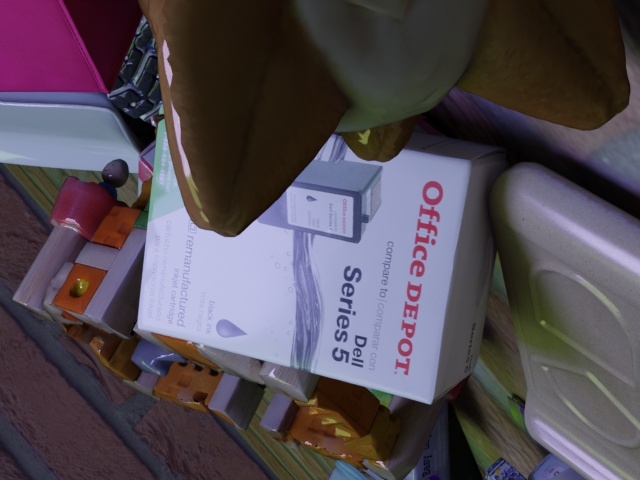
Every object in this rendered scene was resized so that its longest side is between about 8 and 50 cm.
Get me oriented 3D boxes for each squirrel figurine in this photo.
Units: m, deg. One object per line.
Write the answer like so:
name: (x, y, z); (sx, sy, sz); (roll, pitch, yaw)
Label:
squirrel figurine: (-0.042, -0.226, 0.792); (0.370, 0.281, 0.397); (36, 148, 66)

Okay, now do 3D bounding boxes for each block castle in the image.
block castle: (-0.085, 0.069, 1.300); (0.453, 0.213, 0.303); (12, 156, 38)

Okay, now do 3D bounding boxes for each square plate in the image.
square plate: (-0.391, -0.150, 1.491); (0.344, 0.049, 0.347); (6, 171, 2)

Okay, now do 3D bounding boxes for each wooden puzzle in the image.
wooden puzzle: (0.286, 0.117, 0.943); (0.322, 0.080, 0.348); (35, 154, 36)

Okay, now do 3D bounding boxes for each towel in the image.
towel: (0.248, 0.212, 1.348); (0.083, 0.009, 0.060); (36, 160, 38)

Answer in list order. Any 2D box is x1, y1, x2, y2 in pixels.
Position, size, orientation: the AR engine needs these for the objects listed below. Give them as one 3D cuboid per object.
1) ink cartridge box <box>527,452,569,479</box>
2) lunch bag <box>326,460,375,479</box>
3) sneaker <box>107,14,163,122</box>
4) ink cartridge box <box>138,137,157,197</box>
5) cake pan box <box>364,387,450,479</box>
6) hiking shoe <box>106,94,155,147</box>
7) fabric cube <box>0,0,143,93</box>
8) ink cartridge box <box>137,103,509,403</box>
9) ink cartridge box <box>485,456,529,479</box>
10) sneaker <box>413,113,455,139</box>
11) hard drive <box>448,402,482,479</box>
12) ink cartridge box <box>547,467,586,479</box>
ink cartridge box: (0.352, 0.354, 1.326); (0.232, 0.066, 0.189); (22, 148, 49)
lunch bag: (0.135, 0.450, 1.868); (0.224, 0.108, 0.279); (31, 180, -40)
sneaker: (-0.227, -0.255, 1.323); (0.330, 0.147, 0.130); (35, 126, -20)
ink cartridge box: (-0.142, -0.025, 1.616); (0.207, 0.117, 0.283); (46, 162, 7)
cake pan box: (0.055, 0.174, 1.516); (0.267, 0.070, 0.245); (31, 132, 46)
hiking shoe: (-0.267, -0.173, 1.706); (0.114, 0.086, 0.227); (40, 173, -32)
fabric cube: (-0.301, -0.298, 1.014); (0.258, 0.254, 0.259); (3, 144, 17)
ink cartridge box: (0.000, 0.000, 0.991); (0.273, 0.198, 0.115); (12, -168, 21)
ink cartridge box: (0.239, 0.303, 1.355); (0.115, 0.029, 0.063); (40, 161, 30)
sneaker: (0.065, -0.056, 1.102); (0.072, 0.077, 0.178); (46, 163, 12)
hard drive: (0.119, 0.273, 1.717); (0.237, 0.064, 0.339); (34, 158, 42)
ink cartridge box: (0.246, 0.284, 1.194); (0.082, 0.140, 0.190); (57, 149, 20)
